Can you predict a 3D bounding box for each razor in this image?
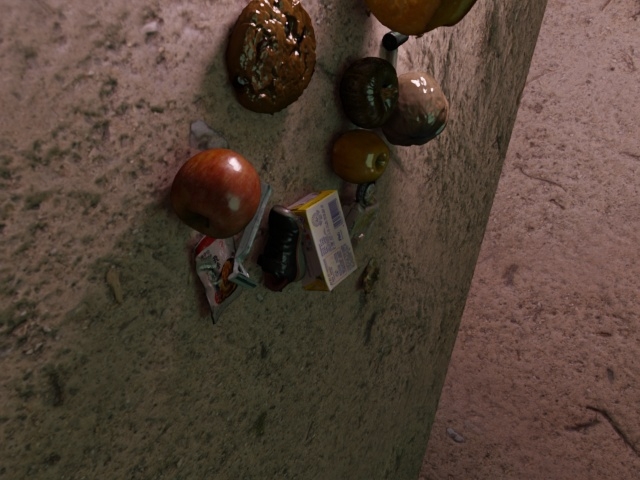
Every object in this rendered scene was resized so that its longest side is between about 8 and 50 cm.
[{"bbox_3d":[-0.180,-0.018,1.439,0.111,0.056,0.277,40,58,-61],"label":"razor"}]

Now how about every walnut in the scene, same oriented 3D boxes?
[{"bbox_3d":[0.304,-0.438,1.842,0.248,0.248,0.248,-34,133,-46],"label":"walnut"}]

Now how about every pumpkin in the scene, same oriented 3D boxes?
[{"bbox_3d":[0.162,-0.446,1.676,0.219,0.162,0.219,-26,122,-50],"label":"pumpkin"}]

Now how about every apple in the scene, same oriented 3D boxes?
[{"bbox_3d":[-0.224,-0.104,1.210,0.174,0.188,0.188,-64,150,-33],"label":"apple"},{"bbox_3d":[0.126,-0.259,1.716,0.182,0.155,0.182,-42,145,-38],"label":"apple"}]

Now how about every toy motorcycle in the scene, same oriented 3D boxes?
[{"bbox_3d":[0.111,-0.044,1.858,0.340,0.108,0.223,-63,158,-5],"label":"toy motorcycle"}]

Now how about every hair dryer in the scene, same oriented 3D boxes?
[{"bbox_3d":[0.244,-0.605,1.841,0.100,0.057,0.197,-41,146,-41],"label":"hair dryer"}]

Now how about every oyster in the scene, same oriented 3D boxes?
[{"bbox_3d":[0.196,0.153,2.158,0.108,0.053,0.165,84,30,-52],"label":"oyster"}]

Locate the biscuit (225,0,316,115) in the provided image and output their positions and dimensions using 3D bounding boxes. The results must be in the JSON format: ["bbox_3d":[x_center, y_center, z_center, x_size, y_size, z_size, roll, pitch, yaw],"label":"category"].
[{"bbox_3d":[-0.105,-0.444,1.327,0.296,0.075,0.296,-33,132,-46],"label":"biscuit"}]

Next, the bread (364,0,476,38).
[{"bbox_3d":[0.271,-0.756,1.476,0.215,0.398,0.398,-40,138,-25],"label":"bread"}]

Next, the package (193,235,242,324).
[{"bbox_3d":[-0.256,0.079,1.398,0.154,0.030,0.239,-51,140,-50],"label":"package"}]

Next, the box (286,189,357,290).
[{"bbox_3d":[0.000,0.000,1.641,0.168,0.097,0.265,-37,117,-44],"label":"box"}]

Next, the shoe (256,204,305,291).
[{"bbox_3d":[-0.120,0.030,1.526,0.137,0.114,0.291,-43,145,-38],"label":"shoe"}]
